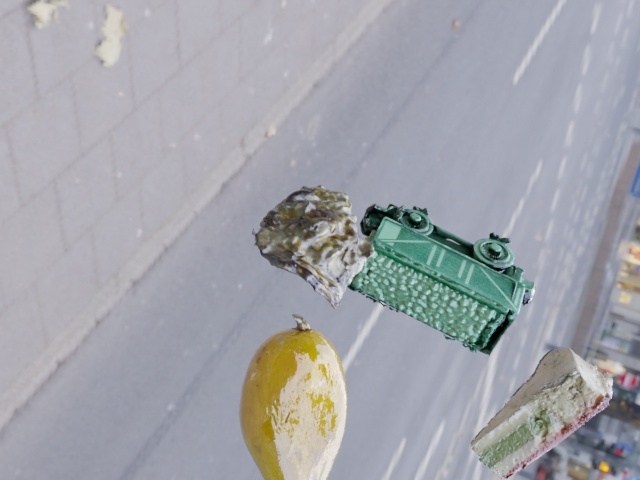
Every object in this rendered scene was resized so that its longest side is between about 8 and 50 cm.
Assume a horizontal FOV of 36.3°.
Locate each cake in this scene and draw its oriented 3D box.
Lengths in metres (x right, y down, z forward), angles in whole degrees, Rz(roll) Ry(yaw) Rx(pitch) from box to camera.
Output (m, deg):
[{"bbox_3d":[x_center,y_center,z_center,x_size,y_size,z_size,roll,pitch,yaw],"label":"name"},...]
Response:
[{"bbox_3d":[0.331,0.248,1.466,0.220,0.086,0.117,-46,-176,28],"label":"cake"}]

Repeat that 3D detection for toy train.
[{"bbox_3d":[0.170,0.046,1.382,0.154,0.269,0.115,-61,177,-43],"label":"toy train"}]

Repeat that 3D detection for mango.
[{"bbox_3d":[-0.039,0.264,1.475,0.176,0.119,0.317,-16,110,-36],"label":"mango"}]

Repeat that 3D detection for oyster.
[{"bbox_3d":[0.000,-0.004,0.924,0.056,0.105,0.177,-57,177,26],"label":"oyster"}]
